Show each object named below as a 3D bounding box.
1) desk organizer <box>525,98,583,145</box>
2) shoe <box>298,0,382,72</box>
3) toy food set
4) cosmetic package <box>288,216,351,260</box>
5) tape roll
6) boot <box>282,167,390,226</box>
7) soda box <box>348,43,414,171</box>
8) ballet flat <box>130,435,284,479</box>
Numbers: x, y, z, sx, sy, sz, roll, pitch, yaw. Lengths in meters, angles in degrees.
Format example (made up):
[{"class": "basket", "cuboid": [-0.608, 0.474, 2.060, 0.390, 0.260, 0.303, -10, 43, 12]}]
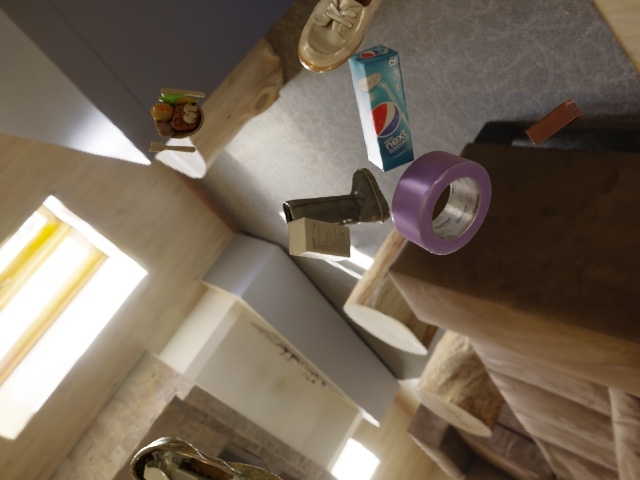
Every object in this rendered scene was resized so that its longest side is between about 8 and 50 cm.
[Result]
[{"class": "desk organizer", "cuboid": [0.600, -0.302, 1.339, 0.050, 0.047, 0.130, 60, 143, 10]}, {"class": "shoe", "cuboid": [0.038, -0.306, 0.655, 0.077, 0.219, 0.058, 28, 163, 11]}, {"class": "toy food set", "cuboid": [-0.362, -0.313, 1.314, 0.133, 0.191, 0.038, 3, 158, -3]}, {"class": "cosmetic package", "cuboid": [0.000, 0.000, 0.895, 0.041, 0.060, 0.115, -15, 161, 42]}, {"class": "tape roll", "cuboid": [0.235, -0.073, 1.007, 0.080, 0.189, 0.189, 35, 168, 48]}, {"class": "boot", "cuboid": [0.023, -0.081, 1.105, 0.189, 0.209, 0.075, -113, 12, -54]}, {"class": "soda box", "cuboid": [0.112, -0.236, 0.943, 0.071, 0.067, 0.210, -126, 15, -53]}, {"class": "ballet flat", "cuboid": [-0.194, 0.442, 0.914, 0.349, 0.123, 0.123, 11, 152, 27]}]
